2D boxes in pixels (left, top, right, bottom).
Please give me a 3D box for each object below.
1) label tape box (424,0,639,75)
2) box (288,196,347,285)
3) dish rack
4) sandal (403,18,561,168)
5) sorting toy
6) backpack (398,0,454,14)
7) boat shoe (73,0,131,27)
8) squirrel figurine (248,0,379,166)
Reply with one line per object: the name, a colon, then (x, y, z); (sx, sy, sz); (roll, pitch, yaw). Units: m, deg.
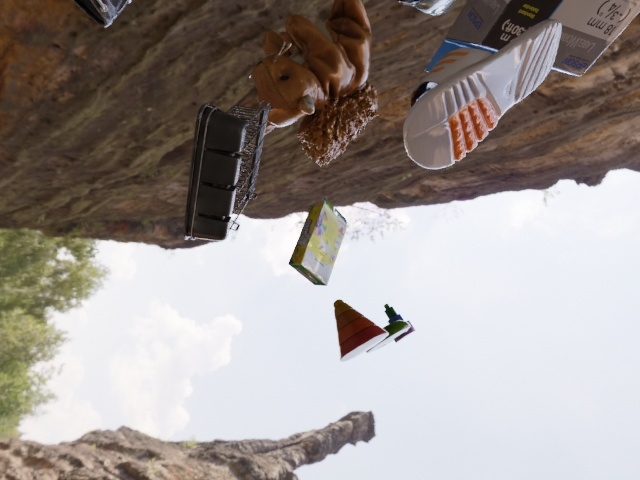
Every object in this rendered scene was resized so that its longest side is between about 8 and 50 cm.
label tape box: (0.371, -0.372, 0.707); (0.333, 0.241, 0.105); (121, -35, -47)
box: (0.000, 0.000, 0.965); (0.043, 0.105, 0.179); (0, -122, 41)
dish rack: (-0.144, -0.133, 0.723); (0.271, 0.074, 0.208); (-82, -173, -64)
sandal: (0.174, -0.176, 0.497); (0.076, 0.265, 0.101); (36, -27, 39)
sorting toy: (0.127, 0.196, 1.049); (0.127, 0.366, 0.126); (-40, -113, 20)
backpack: (0.230, -0.544, 0.887); (0.152, 0.182, 0.115); (-36, -90, 35)
boat shoe: (-0.375, -0.411, 0.543); (0.108, 0.301, 0.102); (25, -100, 30)
squirrel figurine: (-0.006, -0.392, 1.144); (0.281, 0.396, 0.370); (-8, -140, 35)
